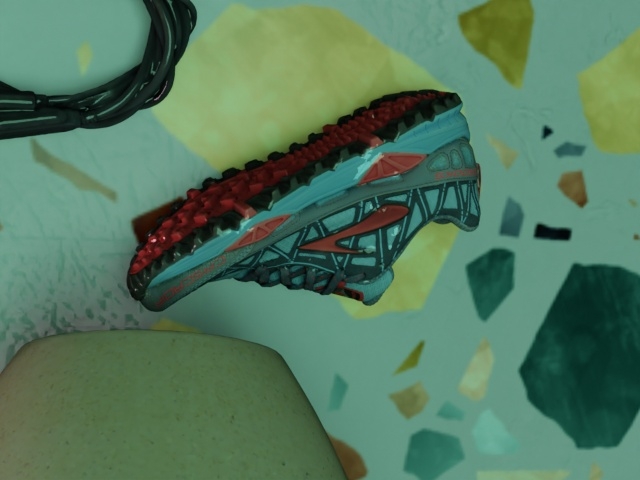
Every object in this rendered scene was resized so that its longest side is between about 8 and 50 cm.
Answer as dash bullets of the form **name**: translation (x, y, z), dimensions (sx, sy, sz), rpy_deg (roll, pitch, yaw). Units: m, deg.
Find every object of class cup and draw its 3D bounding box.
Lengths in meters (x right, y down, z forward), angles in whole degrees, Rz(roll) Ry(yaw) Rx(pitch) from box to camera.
- **cup**: translation (-0.110, 0.186, 0.838), dimensions (0.331, 0.331, 0.237), rpy_deg (4, 75, -17)

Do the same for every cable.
- **cable**: translation (-0.173, -0.144, 0.878), dimensions (0.184, 0.047, 0.150), rpy_deg (-10, 98, -12)

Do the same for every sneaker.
- **sneaker**: translation (0.000, 0.000, 0.919), dimensions (0.262, 0.104, 0.125), rpy_deg (-26, 108, -10)
